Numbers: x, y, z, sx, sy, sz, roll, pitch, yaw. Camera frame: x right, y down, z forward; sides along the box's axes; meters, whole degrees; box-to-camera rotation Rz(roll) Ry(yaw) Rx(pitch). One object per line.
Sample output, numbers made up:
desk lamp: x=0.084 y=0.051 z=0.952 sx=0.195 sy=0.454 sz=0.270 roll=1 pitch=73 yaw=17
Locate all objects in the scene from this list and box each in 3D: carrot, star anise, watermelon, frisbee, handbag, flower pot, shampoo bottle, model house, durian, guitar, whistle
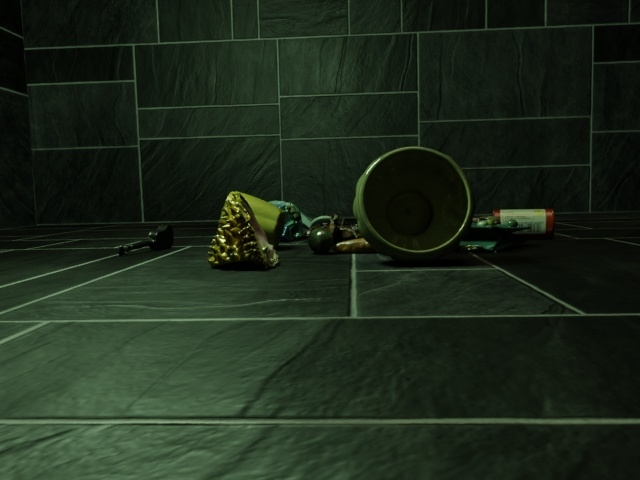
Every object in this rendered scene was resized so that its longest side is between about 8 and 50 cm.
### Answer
carrot: x=0.138 y=0.013 z=1.637 sx=0.210 sy=0.061 sz=0.061 roll=-7 pitch=5 yaw=-2
star anise: x=0.059 y=-0.047 z=2.001 sx=0.272 sy=0.102 sz=0.272 roll=-1 pitch=0 yaw=0
watermelon: x=0.000 y=0.000 z=1.649 sx=0.078 sy=0.078 sz=0.111 roll=-3 pitch=0 yaw=-16
frisbee: x=0.014 y=-0.052 z=2.105 sx=0.110 sy=0.110 sz=0.014 roll=-2 pitch=49 yaw=-1
handbag: x=0.471 y=-0.029 z=1.720 sx=0.269 sy=0.100 sz=0.274 roll=2 pitch=7 yaw=44
flower pot: x=0.238 y=-0.083 z=1.449 sx=0.307 sy=0.307 sz=0.244 roll=-1 pitch=-8 yaw=2
shampoo bottle: x=0.668 y=-0.057 z=1.946 sx=0.278 sy=0.104 sz=0.104 roll=0 pitch=5 yaw=16
flower pot: x=-0.216 y=-0.052 z=1.805 sx=0.179 sy=0.195 sz=0.195 roll=12 pitch=7 yaw=6
model house: x=-0.153 y=-0.056 z=2.063 sx=0.119 sy=0.148 sz=0.149 roll=7 pitch=22 yaw=29
durian: x=-0.204 y=-0.030 z=1.461 sx=0.186 sy=0.195 sz=0.305 roll=-8 pitch=7 yaw=5
guitar: x=-0.568 y=0.007 z=1.823 sx=0.038 sy=0.084 sz=0.271 roll=2 pitch=12 yaw=17
whistle: x=-0.154 y=-0.071 z=2.289 sx=0.290 sy=0.163 sz=0.163 roll=36 pitch=1 yaw=-7

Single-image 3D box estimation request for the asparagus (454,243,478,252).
asparagus: x=0.348 y=0.020 z=1.605 sx=0.236 sy=0.027 sz=0.034 roll=4 pitch=-13 yaw=38
